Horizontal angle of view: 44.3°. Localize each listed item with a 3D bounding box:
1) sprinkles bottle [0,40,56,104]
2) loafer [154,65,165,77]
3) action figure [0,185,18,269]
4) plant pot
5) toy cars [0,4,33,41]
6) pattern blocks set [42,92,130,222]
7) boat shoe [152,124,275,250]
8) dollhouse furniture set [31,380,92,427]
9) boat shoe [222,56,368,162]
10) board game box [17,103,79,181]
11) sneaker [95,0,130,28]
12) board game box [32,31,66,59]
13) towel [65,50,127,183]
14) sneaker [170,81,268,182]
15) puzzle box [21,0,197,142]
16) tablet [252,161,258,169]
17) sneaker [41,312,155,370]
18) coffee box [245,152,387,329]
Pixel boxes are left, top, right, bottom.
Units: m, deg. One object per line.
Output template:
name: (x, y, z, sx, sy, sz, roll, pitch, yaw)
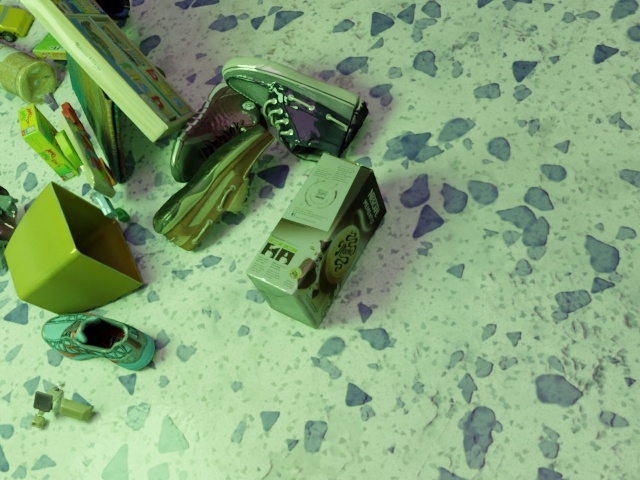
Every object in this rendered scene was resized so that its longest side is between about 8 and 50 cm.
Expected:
sprinkles bottle: (-0.866, -0.476, 2.111, 0.355, 0.121, 0.121, 27, 72, 27)
loafer: (-0.488, -0.450, 1.998, 0.251, 0.094, 0.087, 21, 73, 26)
action figure: (-0.893, -0.053, 1.803, 0.370, 0.275, 0.248, 17, 73, 10)
plant pot: (-0.543, 0.040, 1.680, 0.187, 0.212, 0.212, -38, 57, 10)
toy cars: (-0.985, -0.695, 2.292, 0.176, 0.087, 0.393, -39, 58, -8)
pattern blocks set: (-0.518, -0.185, 1.751, 0.026, 0.285, 0.324, -30, 91, -1)
boat shoe: (-0.218, -0.111, 1.713, 0.324, 0.120, 0.122, -45, 20, -2)
dollhouse furniture set: (-0.516, 0.340, 1.604, 0.114, 0.091, 0.081, 18, 23, 1)
boat shoe: (-0.077, -0.282, 1.727, 0.341, 0.127, 0.158, 18, 70, 8)
board game box: (-0.644, -0.230, 1.866, 0.043, 0.181, 0.092, -25, 57, 2)
sneaker: (-0.543, -0.588, 1.987, 0.182, 0.315, 0.127, 5, 97, 14)
board game box: (-0.660, -0.579, 2.133, 0.124, 0.039, 0.259, 6, 52, 20)
towel: (-0.536, -0.349, 1.863, 0.040, 0.271, 0.370, -19, 56, -21)
sneaker: (-0.216, -0.239, 1.791, 0.163, 0.106, 0.281, 18, 67, 22)
puzzle box: (-0.455, -0.400, 1.746, 0.052, 0.272, 0.409, -41, 98, 13)
tablet: (-0.185, -0.173, 1.800, 0.083, 0.006, 0.054, -21, 57, 4)
sneaker: (-0.469, 0.185, 1.609, 0.262, 0.125, 0.104, 6, 63, 20)
coffee box: (0.000, 0.000, 1.549, 0.119, 0.168, 0.297, 23, 70, 26)
